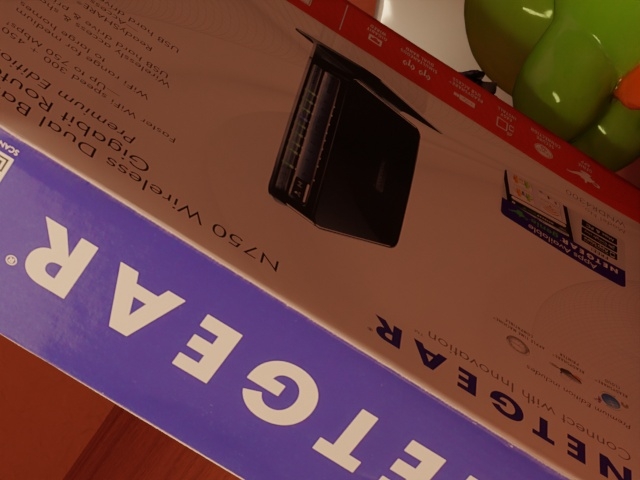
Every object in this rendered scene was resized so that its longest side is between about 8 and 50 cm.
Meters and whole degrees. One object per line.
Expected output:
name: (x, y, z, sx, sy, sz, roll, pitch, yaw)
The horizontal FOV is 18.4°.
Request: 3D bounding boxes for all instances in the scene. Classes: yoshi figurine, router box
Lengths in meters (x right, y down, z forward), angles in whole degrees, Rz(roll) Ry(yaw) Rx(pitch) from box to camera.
yoshi figurine: (0.192, -0.210, 1.115, 0.362, 0.203, 0.203, -60, -8, -6)
router box: (-0.008, -0.013, 0.876, 0.082, 0.335, 0.301, -53, 11, 27)

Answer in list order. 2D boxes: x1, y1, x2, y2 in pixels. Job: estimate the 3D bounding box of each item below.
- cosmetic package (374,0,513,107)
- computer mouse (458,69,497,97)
cosmetic package: (0.111, -0.180, 1.309, 0.224, 0.138, 0.224, -78, -3, -75)
computer mouse: (0.000, 0.000, 1.149, 0.272, 0.188, 0.072, 92, 162, -48)
